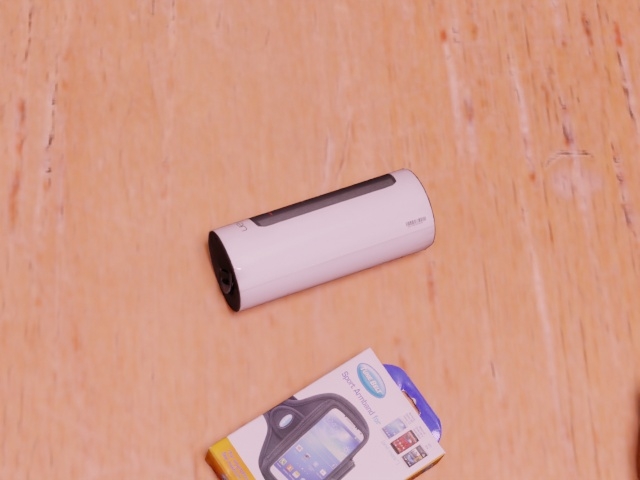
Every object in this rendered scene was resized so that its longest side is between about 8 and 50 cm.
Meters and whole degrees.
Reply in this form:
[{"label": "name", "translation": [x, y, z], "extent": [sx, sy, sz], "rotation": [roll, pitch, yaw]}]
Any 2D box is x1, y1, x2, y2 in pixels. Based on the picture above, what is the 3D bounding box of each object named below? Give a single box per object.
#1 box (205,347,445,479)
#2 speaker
[{"label": "box", "translation": [0.009, 0.125, 0.889], "extent": [0.136, 0.028, 0.081], "rotation": [-31, 75, -19]}, {"label": "speaker", "translation": [0.000, 0.000, 0.927], "extent": [0.136, 0.055, 0.055], "rotation": [-18, 71, -16]}]
